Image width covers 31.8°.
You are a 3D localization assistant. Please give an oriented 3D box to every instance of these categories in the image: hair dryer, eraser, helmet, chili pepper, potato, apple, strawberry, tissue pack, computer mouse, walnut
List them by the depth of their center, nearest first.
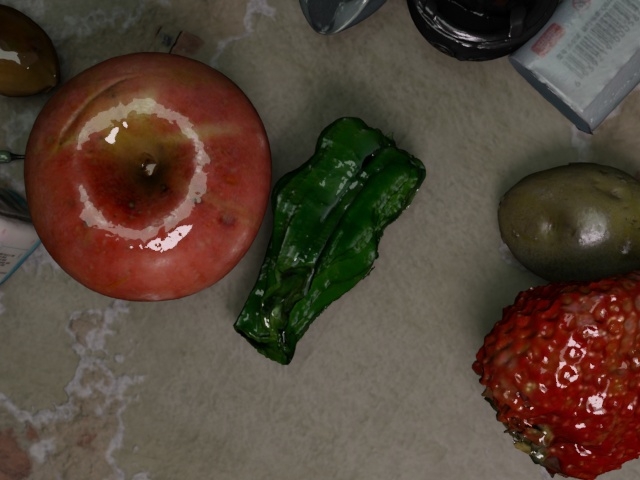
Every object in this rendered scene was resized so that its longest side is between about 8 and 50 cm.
[{"bbox_3d":[0.392,0.163,1.540,0.351,0.312,0.267,-27,61,3],"label":"strawberry"},{"bbox_3d":[-0.246,-0.089,1.633,0.364,0.364,0.364,-1,85,7],"label":"apple"},{"bbox_3d":[0.375,-0.024,1.641,0.235,0.160,0.178,18,63,18],"label":"potato"},{"bbox_3d":[-0.010,-0.006,1.660,0.167,0.213,0.385,30,87,28],"label":"chili pepper"},{"bbox_3d":[0.235,-0.387,1.680,0.230,0.160,0.279,16,73,-1],"label":"helmet"},{"bbox_3d":[-0.544,0.008,1.683,0.124,0.271,0.201,40,91,6],"label":"tissue pack"},{"bbox_3d":[0.421,-0.298,1.691,0.174,0.081,0.227,43,90,4],"label":"eraser"},{"bbox_3d":[0.096,-0.474,1.726,0.167,0.090,0.379,24,84,43],"label":"computer mouse"},{"bbox_3d":[-0.513,-0.306,1.778,0.245,0.137,0.137,29,89,9],"label":"walnut"},{"bbox_3d":[-0.544,-0.132,1.805,0.150,0.071,0.047,1,87,-9],"label":"hair dryer"}]
